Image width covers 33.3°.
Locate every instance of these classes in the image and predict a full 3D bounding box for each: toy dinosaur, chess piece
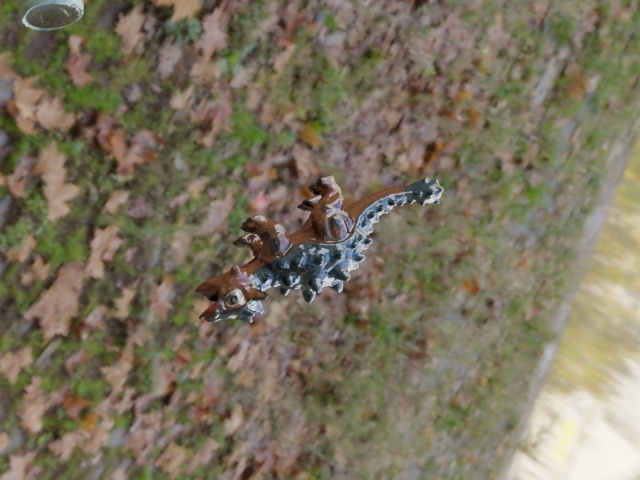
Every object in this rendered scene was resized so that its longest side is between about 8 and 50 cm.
[{"bbox_3d":[0.000,0.000,0.566,0.154,0.055,0.049,-27,167,-18],"label":"toy dinosaur"},{"bbox_3d":[-0.259,-0.268,0.968,0.059,0.149,0.059,-16,169,-3],"label":"chess piece"}]
